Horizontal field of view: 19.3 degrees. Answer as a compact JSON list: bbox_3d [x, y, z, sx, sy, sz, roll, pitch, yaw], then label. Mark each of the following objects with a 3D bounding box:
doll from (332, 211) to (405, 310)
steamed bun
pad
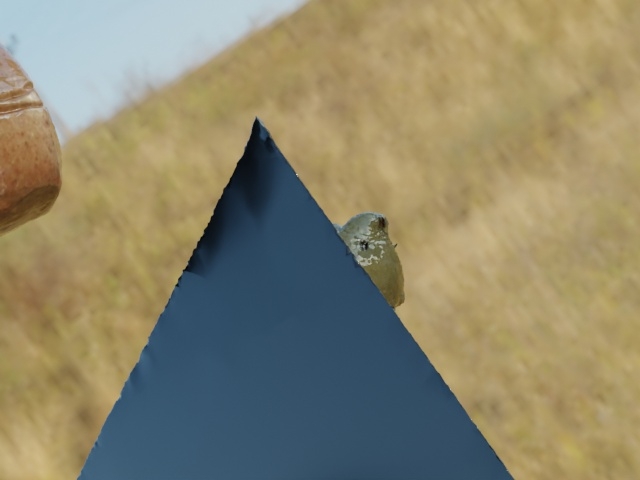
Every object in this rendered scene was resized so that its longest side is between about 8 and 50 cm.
[{"bbox_3d":[-0.002,0.009,0.919,0.093,0.051,0.061,7,9,37],"label":"doll"},{"bbox_3d":[-0.199,-0.037,0.876,0.145,0.106,0.175,-27,7,-28],"label":"steamed bun"},{"bbox_3d":[0.021,0.166,0.695,0.007,0.367,0.247,-9,-39,-37],"label":"pad"}]
